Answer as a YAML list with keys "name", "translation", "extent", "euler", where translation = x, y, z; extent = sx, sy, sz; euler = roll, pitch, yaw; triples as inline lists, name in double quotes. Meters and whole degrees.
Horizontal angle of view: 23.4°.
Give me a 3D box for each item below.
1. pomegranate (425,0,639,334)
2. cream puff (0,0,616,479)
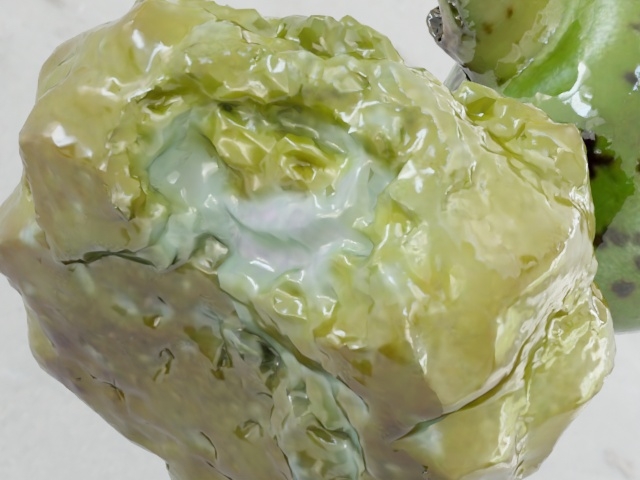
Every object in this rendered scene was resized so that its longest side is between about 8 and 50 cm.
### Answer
- name: "pomegranate"
  translation: [0.133, -0.066, 0.778]
  extent: [0.263, 0.211, 0.211]
  euler: [38, 33, -24]
- name: "cream puff"
  translation: [0.001, -0.001, 0.648]
  extent: [0.282, 0.282, 0.185]
  euler: [43, 55, 3]
